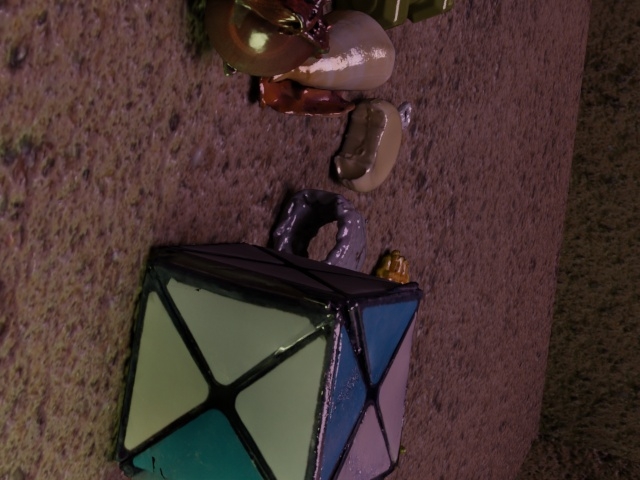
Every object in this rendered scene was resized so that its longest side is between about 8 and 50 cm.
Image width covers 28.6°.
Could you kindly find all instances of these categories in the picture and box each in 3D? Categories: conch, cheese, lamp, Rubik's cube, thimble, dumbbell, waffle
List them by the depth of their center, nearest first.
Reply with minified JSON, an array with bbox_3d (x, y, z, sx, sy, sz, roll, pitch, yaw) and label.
[{"bbox_3d":[-0.079,-0.299,1.554,0.223,0.215,0.151,120,-10,-61],"label":"lamp"},{"bbox_3d":[-0.061,0.180,1.687,0.305,0.310,0.307,-4,106,-68],"label":"Rubik's cube"},{"bbox_3d":[-0.004,-0.267,1.840,0.255,0.127,0.158,-9,144,-44],"label":"conch"},{"bbox_3d":[0.001,0.003,1.971,0.118,0.127,0.151,50,53,-66],"label":"thimble"},{"bbox_3d":[0.128,-0.403,2.043,0.302,0.108,0.121,-29,130,-61],"label":"dumbbell"},{"bbox_3d":[0.102,-0.166,2.188,0.249,0.071,0.163,-9,112,-68],"label":"cheese"},{"bbox_3d":[0.128,0.143,2.491,0.238,0.059,0.243,79,30,-42],"label":"waffle"}]

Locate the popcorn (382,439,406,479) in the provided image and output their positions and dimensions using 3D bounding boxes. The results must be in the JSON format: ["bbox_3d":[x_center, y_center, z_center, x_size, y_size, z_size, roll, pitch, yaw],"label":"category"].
[{"bbox_3d":[0.009,0.364,2.097,0.258,0.270,0.224,-22,137,-6],"label":"popcorn"}]
